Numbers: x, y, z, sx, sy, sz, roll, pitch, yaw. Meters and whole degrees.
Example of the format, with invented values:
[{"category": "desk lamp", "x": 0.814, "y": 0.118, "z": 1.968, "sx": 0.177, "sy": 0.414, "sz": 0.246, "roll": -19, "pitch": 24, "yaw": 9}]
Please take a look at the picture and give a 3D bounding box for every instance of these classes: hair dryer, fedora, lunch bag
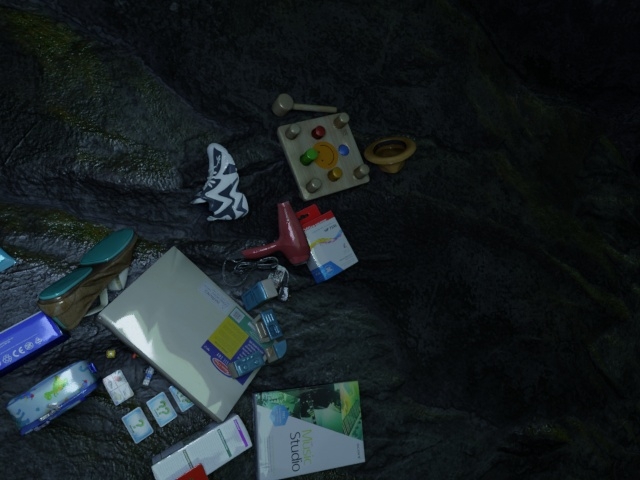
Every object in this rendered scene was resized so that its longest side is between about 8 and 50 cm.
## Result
[{"category": "hair dryer", "x": -0.139, "y": 0.025, "z": 1.327, "sx": 0.223, "sy": 0.080, "sz": 0.294, "roll": 23, "pitch": 88, "yaw": -16}, {"category": "fedora", "x": 0.243, "y": -0.289, "z": 1.574, "sx": 0.194, "sy": 0.194, "sz": 0.079, "roll": -35, "pitch": 129, "yaw": -25}, {"category": "lunch bag", "x": -0.589, "y": 0.342, "z": 1.031, "sx": 0.176, "sy": 0.219, "sz": 0.090, "roll": -33, "pitch": 92, "yaw": -26}]

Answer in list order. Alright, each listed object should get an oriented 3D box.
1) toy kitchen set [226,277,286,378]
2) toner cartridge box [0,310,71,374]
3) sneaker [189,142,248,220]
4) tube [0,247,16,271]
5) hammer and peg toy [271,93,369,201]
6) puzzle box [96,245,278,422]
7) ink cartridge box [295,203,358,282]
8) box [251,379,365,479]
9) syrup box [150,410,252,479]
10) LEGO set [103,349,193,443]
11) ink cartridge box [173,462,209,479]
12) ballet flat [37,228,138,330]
[{"category": "toy kitchen set", "x": -0.184, "y": 0.232, "z": 1.208, "sx": 0.166, "sy": 0.122, "sz": 0.207, "roll": -15, "pitch": 75, "yaw": -40}, {"category": "toner cartridge box", "x": -0.752, "y": 0.280, "z": 1.009, "sx": 0.347, "sy": 0.165, "sz": 0.075, "roll": -32, "pitch": 91, "yaw": -26}, {"category": "sneaker", "x": -0.321, "y": -0.162, "z": 1.326, "sx": 0.152, "sy": 0.094, "sz": 0.235, "roll": -21, "pitch": 97, "yaw": -34}, {"category": "tube", "x": -0.845, "y": -0.004, "z": 1.101, "sx": 0.080, "sy": 0.052, "sz": 0.207, "roll": -40, "pitch": 100, "yaw": -20}, {"category": "hammer and peg toy", "x": -0.001, "y": -0.326, "z": 1.478, "sx": 0.265, "sy": 0.127, "sz": 0.362, "roll": -19, "pitch": 86, "yaw": -25}, {"category": "puzzle box", "x": -0.336, "y": 0.244, "z": 1.211, "sx": 0.409, "sy": 0.052, "sz": 0.272, "roll": 45, "pitch": 48, "yaw": -7}, {"category": "ink cartridge box", "x": 0.000, "y": 0.000, "z": 1.432, "sx": 0.134, "sy": 0.078, "sz": 0.231, "roll": -29, "pitch": 89, "yaw": -25}, {"category": "box", "x": -0.032, "y": 0.538, "z": 1.308, "sx": 0.321, "sy": 0.058, "sz": 0.233, "roll": 0, "pitch": 78, "yaw": -23}, {"category": "syrup box", "x": -0.306, "y": 0.546, "z": 1.172, "sx": 0.236, "sy": 0.093, "sz": 0.097, "roll": -24, "pitch": 87, "yaw": -26}, {"category": "LEGO set", "x": -0.448, "y": 0.364, "z": 1.177, "sx": 0.182, "sy": 0.060, "sz": 0.245, "roll": -29, "pitch": 90, "yaw": -29}, {"category": "ink cartridge box", "x": -0.359, "y": 0.700, "z": 1.076, "sx": 0.275, "sy": 0.060, "sz": 0.239, "roll": -25, "pitch": 120, "yaw": -25}, {"category": "ballet flat", "x": -0.546, "y": 0.097, "z": 1.123, "sx": 0.116, "sy": 0.342, "sz": 0.124, "roll": -7, "pitch": 117, "yaw": 10}]
